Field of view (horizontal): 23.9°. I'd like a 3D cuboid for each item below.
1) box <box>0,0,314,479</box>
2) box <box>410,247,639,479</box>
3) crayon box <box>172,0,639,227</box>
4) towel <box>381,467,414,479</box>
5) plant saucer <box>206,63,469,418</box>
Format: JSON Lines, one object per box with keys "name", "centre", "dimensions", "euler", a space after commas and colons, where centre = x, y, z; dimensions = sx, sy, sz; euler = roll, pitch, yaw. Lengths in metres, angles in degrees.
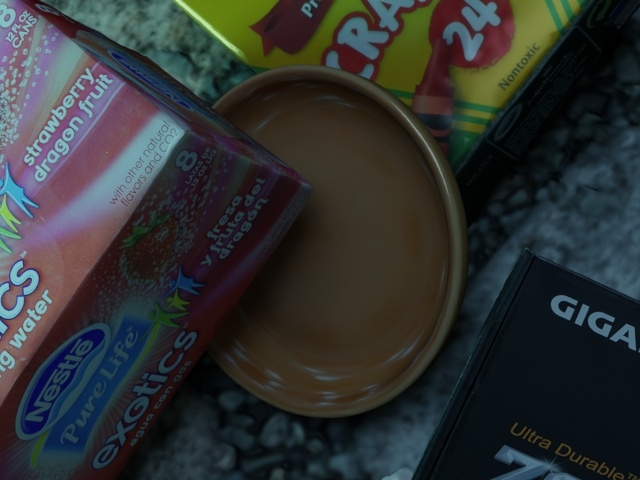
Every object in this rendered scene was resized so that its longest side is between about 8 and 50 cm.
{"name": "box", "centre": [-0.166, 0.038, 0.821], "dimensions": [0.154, 0.142, 0.300], "euler": [39, 98, 27]}
{"name": "box", "centre": [0.166, 0.185, 0.686], "dimensions": [0.296, 0.073, 0.293], "euler": [26, 60, 7]}
{"name": "crayon box", "centre": [0.022, -0.183, 0.922], "dimensions": [0.318, 0.081, 0.202], "euler": [41, 100, 23]}
{"name": "towel", "centre": [0.044, 0.319, 0.676], "dimensions": [0.317, 0.053, 0.332], "euler": [41, 69, 16]}
{"name": "plant saucer", "centre": [0.000, 0.000, 0.859], "dimensions": [0.200, 0.037, 0.199], "euler": [6, 100, 34]}
